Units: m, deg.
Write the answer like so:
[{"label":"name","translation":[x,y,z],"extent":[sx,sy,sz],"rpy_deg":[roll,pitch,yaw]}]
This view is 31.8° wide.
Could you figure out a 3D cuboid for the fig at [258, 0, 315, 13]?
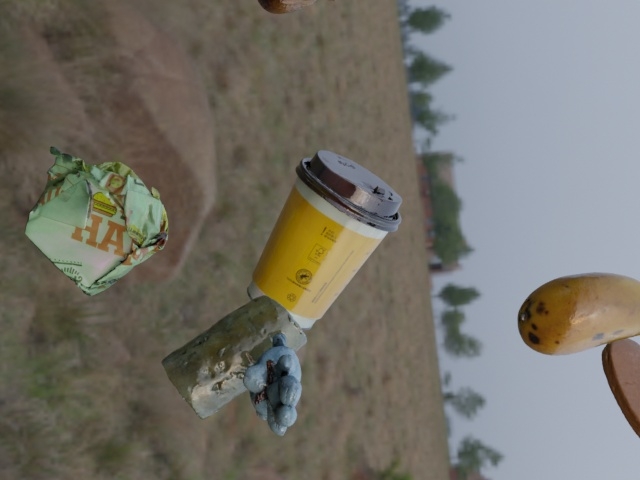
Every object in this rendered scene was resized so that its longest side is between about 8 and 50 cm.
[{"label":"fig","translation":[-0.055,-0.519,2.255],"extent":[0.119,0.152,0.119],"rpy_deg":[163,-90,-80]}]

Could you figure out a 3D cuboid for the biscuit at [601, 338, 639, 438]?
[{"label":"biscuit","translation":[0.518,0.221,1.673],"extent":[0.036,0.192,0.186],"rpy_deg":[-55,-132,48]}]

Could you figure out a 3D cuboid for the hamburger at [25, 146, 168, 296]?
[{"label":"hamburger","translation":[-0.361,-0.047,1.801],"extent":[0.235,0.214,0.125],"rpy_deg":[53,26,3]}]

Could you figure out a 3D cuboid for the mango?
[{"label":"mango","translation":[0.333,0.089,1.397],"extent":[0.115,0.178,0.090],"rpy_deg":[69,13,-55]}]

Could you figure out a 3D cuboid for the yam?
[{"label":"yam","translation":[-0.119,0.160,1.597],"extent":[0.107,0.194,0.107],"rpy_deg":[55,-2,3]}]

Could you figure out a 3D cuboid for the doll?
[{"label":"doll","translation":[-0.064,0.189,1.436],"extent":[0.180,0.075,0.120],"rpy_deg":[-104,-151,-84]}]

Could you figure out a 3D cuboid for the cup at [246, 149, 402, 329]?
[{"label":"cup","translation":[0.000,0.000,1.861],"extent":[0.280,0.196,0.196],"rpy_deg":[-59,-173,18]}]
